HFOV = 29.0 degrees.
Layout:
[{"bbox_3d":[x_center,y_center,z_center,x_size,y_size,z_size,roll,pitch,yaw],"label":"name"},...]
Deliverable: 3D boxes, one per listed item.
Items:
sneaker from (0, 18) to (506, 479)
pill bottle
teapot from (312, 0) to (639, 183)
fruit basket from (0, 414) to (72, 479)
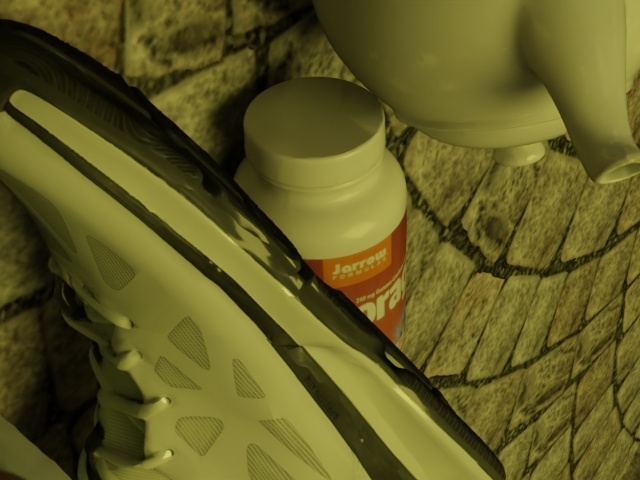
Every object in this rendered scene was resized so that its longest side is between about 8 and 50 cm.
[{"bbox_3d":[-0.098,0.101,0.706,0.257,0.169,0.447,-43,124,0],"label":"sneaker"},{"bbox_3d":[0.000,0.000,0.863,0.121,0.121,0.216,-40,144,-33],"label":"pill bottle"},{"bbox_3d":[0.113,-0.140,0.783,0.256,0.252,0.187,-34,120,-51],"label":"teapot"},{"bbox_3d":[-0.223,0.099,0.369,0.327,0.353,0.165,-21,132,-48],"label":"fruit basket"}]
